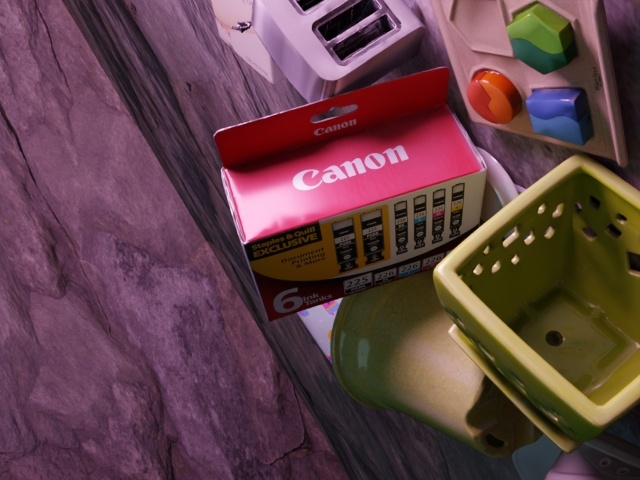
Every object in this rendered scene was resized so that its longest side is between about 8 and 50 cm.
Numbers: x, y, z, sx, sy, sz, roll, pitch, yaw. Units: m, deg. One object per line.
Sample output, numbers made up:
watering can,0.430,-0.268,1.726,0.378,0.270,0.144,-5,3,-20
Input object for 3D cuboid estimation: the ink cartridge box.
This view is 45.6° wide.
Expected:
ink cartridge box,0.042,-0.052,0.982,0.271,0.310,0.130,79,172,-56

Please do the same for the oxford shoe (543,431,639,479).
oxford shoe,0.404,0.327,0.828,0.169,0.130,0.449,51,164,-14

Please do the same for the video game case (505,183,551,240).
video game case,0.270,-0.018,0.992,0.087,0.011,0.122,36,154,48

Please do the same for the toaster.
toaster,0.012,-0.267,0.937,0.168,0.186,0.110,54,169,7

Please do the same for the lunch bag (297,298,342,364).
lunch bag,0.086,0.069,1.302,0.262,0.160,0.223,-28,99,30

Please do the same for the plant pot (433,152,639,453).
plant pot,0.275,0.083,0.829,0.228,0.227,0.207,46,166,26

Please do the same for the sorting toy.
sorting toy,0.184,-0.209,0.748,0.229,0.041,0.307,32,159,46

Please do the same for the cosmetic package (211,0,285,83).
cosmetic package,-0.086,-0.398,1.079,0.160,0.113,0.309,44,158,31

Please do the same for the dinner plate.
dinner plate,0.221,-0.060,1.007,0.141,0.017,0.141,59,169,18

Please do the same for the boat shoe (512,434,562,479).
boat shoe,0.386,0.371,1.240,0.114,0.091,0.302,16,139,33

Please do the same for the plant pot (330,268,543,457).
plant pot,0.196,0.169,1.082,0.254,0.276,0.276,29,148,54
